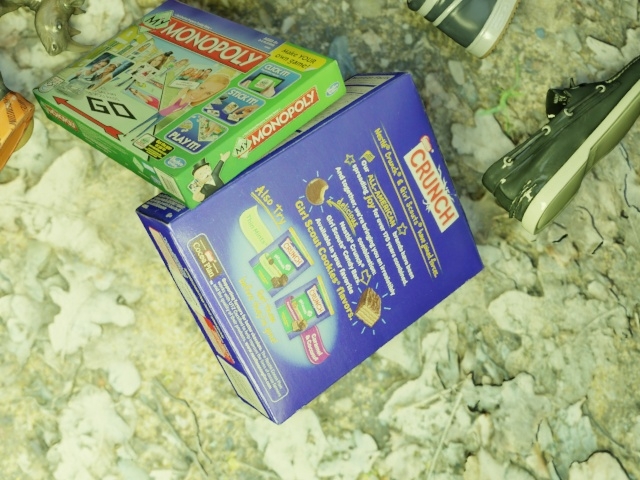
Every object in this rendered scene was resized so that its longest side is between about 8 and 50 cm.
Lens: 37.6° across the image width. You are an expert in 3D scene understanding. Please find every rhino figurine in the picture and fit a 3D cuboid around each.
[{"bbox_3d":[-0.367,-0.303,1.107,0.243,0.073,0.106,37,73,-5],"label":"rhino figurine"}]

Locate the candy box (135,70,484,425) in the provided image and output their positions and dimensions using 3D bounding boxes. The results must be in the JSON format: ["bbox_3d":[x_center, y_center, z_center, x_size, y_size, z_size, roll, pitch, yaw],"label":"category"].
[{"bbox_3d":[0.000,0.000,1.050,0.317,0.122,0.268,-33,115,-19],"label":"candy box"}]

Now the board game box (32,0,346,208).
[{"bbox_3d":[-0.154,-0.164,1.034,0.213,0.317,0.046,-40,134,-20],"label":"board game box"}]

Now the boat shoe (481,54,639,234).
[{"bbox_3d":[0.335,-0.154,1.240,0.113,0.127,0.340,36,71,20],"label":"boat shoe"}]

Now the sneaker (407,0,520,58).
[{"bbox_3d":[0.214,-0.400,1.277,0.153,0.099,0.282,27,74,-9],"label":"sneaker"}]

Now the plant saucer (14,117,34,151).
[{"bbox_3d":[-0.376,-0.140,1.093,0.083,0.015,0.083,4,75,-15],"label":"plant saucer"}]

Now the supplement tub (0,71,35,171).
[{"bbox_3d":[-0.471,-0.163,0.964,0.316,0.193,0.193,32,70,-12],"label":"supplement tub"}]
